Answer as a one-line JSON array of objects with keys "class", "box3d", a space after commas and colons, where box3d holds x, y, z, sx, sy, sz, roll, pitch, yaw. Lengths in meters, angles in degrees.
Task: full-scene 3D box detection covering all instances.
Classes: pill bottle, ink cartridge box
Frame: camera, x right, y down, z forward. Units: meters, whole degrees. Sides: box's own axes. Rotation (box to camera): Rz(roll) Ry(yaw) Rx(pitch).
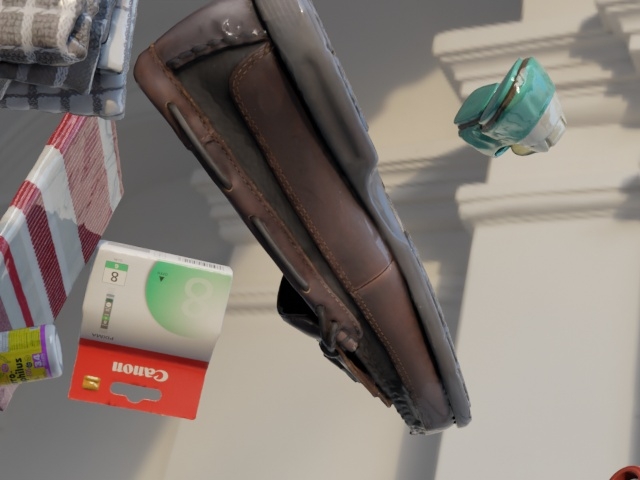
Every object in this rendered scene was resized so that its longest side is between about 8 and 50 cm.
[{"class": "pill bottle", "box3d": [-0.249, 0.093, 0.800, 0.083, 0.043, 0.043, -10, -26, -9]}, {"class": "ink cartridge box", "box3d": [-0.227, 0.126, 1.333, 0.181, 0.225, 0.056, 12, 8, -9]}]

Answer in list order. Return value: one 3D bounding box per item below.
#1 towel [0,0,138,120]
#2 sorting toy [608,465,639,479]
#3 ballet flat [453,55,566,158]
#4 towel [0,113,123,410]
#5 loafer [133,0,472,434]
[{"class": "towel", "box3d": [-0.201, -0.215, 0.514, 0.235, 0.284, 0.121, 8, -4, -8]}, {"class": "sorting toy", "box3d": [0.253, 0.187, 0.731, 0.042, 0.061, 0.102, 38, -20, -17]}, {"class": "ballet flat", "box3d": [0.196, -0.124, 0.997, 0.087, 0.083, 0.247, 31, 0, -2]}, {"class": "towel", "box3d": [-0.310, 0.001, 1.126, 0.037, 0.329, 0.237, 19, -33, 5]}, {"class": "loafer", "box3d": [0.000, 0.000, 0.560, 0.095, 0.109, 0.303, -23, -57, 3]}]
